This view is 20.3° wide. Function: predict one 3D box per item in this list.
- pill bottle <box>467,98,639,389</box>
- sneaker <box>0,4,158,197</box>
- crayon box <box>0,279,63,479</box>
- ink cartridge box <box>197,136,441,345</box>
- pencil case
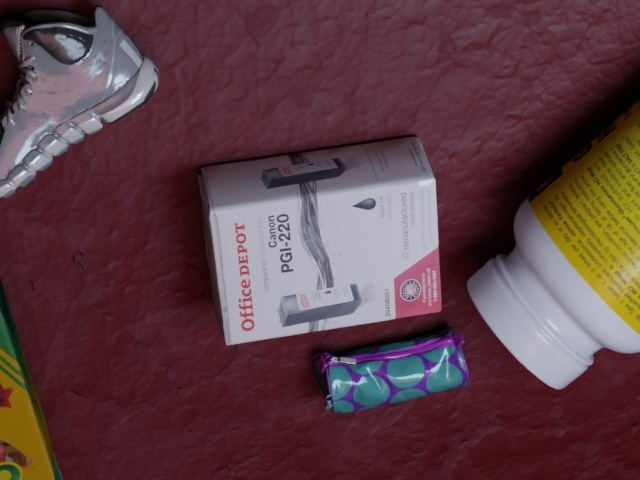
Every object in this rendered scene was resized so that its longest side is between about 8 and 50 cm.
[{"bbox_3d":[0.309,-0.015,1.707,0.334,0.188,0.188,-42,119,14],"label":"pill bottle"},{"bbox_3d":[-0.269,-0.132,1.593,0.229,0.086,0.132,-35,116,-2],"label":"sneaker"},{"bbox_3d":[-0.379,0.158,1.736,0.202,0.081,0.318,-15,123,-3],"label":"crayon box"},{"bbox_3d":[0.000,0.000,1.712,0.218,0.092,0.158,-8,121,-5],"label":"ink cartridge box"},{"bbox_3d":[0.072,0.131,1.820,0.152,0.064,0.070,-11,138,-5],"label":"pencil case"}]
